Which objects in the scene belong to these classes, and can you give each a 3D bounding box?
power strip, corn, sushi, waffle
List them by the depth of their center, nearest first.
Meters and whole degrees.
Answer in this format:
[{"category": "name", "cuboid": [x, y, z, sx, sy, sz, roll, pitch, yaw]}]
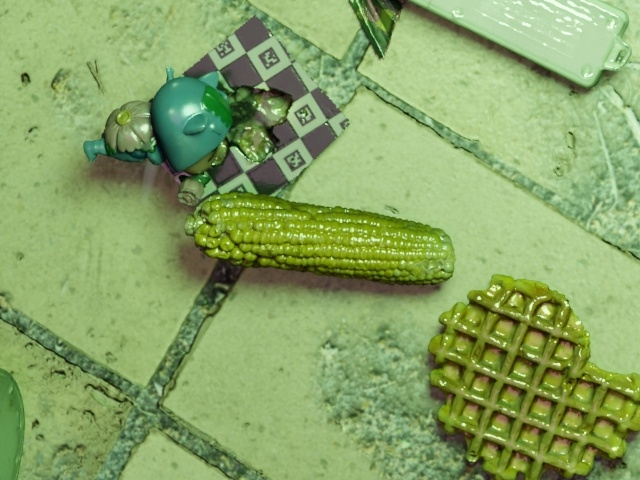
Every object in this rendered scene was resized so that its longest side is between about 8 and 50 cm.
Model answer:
[{"category": "power strip", "cuboid": [0.199, -0.282, 1.684, 0.338, 0.058, 0.098, 27, 102, 3]}, {"category": "waffle", "cuboid": [0.251, 0.160, 1.721, 0.249, 0.056, 0.253, -12, 91, 12]}, {"category": "corn", "cuboid": [0.000, 0.000, 1.729, 0.320, 0.097, 0.097, 8, 96, 1]}, {"category": "sushi", "cuboid": [-0.096, -0.141, 1.777, 0.210, 0.040, 0.192, -41, 94, 10]}]

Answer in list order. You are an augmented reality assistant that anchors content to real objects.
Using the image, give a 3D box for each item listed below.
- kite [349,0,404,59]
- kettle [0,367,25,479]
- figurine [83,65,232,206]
[{"category": "kite", "cuboid": [0.075, -0.387, 1.737, 0.234, 0.016, 0.321, 23, 98, 11]}, {"category": "kettle", "cuboid": [-0.590, 0.289, 1.838, 0.377, 0.250, 0.361, 10, 125, 13]}, {"category": "figurine", "cuboid": [-0.179, -0.117, 1.724, 0.178, 0.114, 0.144, -13, 121, 18]}]
